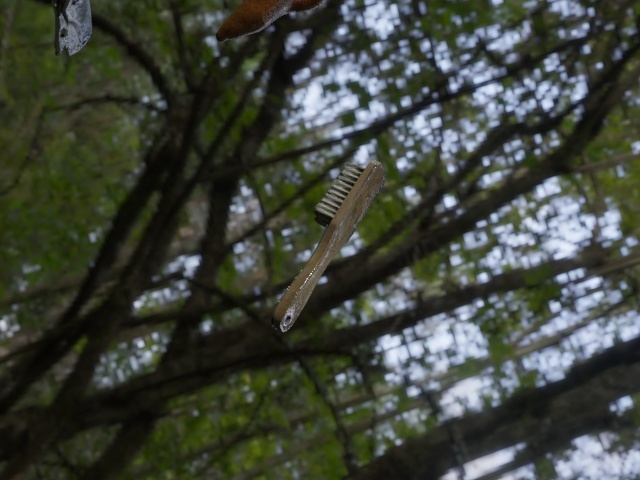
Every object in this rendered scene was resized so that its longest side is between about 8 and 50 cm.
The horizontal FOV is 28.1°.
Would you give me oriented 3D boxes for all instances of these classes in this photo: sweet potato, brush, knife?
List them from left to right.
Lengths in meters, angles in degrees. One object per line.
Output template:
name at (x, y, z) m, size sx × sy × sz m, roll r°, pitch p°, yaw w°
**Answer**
knife at (-0.368, -0.326, 1.871) m, size 0.040 × 0.073 × 0.265 m, roll 36°, pitch -14°, yaw -4°
sweet potato at (-0.062, -0.341, 1.828) m, size 0.055 × 0.202 × 0.058 m, roll 62°, pitch -8°, yaw 20°
brush at (0.000, 0.000, 2.018) m, size 0.065 × 0.327 × 0.070 m, roll 22°, pitch -24°, yaw 22°
